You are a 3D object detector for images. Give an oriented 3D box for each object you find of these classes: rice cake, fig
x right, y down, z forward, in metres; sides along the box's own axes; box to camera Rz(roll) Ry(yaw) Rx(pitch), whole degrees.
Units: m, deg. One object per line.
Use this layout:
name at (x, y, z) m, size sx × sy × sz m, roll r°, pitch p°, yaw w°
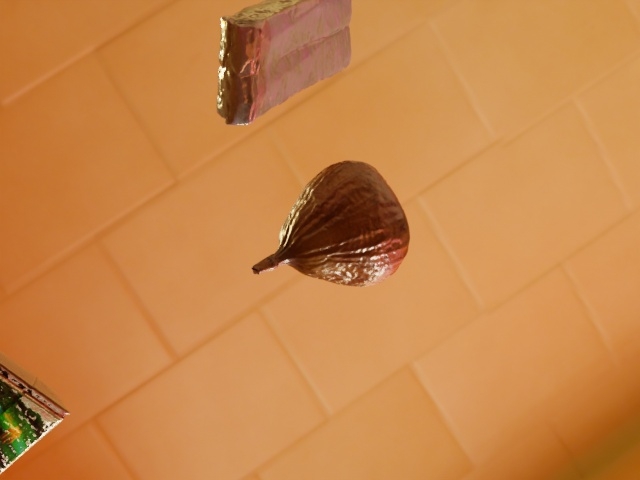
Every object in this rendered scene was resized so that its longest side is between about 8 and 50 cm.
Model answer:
rice cake at (-0.034, -0.205, 1.364) m, size 0.298 × 0.050 × 0.106 m, roll -42°, pitch 141°, yaw -62°
fig at (0.010, 0.002, 1.224) m, size 0.119 × 0.153 × 0.119 m, roll 52°, pitch -5°, yaw 6°

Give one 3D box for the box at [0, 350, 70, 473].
box at (-0.436, 0.181, 1.526) m, size 0.240 × 0.159 × 0.071 m, roll 45°, pitch 3°, yaw -39°
